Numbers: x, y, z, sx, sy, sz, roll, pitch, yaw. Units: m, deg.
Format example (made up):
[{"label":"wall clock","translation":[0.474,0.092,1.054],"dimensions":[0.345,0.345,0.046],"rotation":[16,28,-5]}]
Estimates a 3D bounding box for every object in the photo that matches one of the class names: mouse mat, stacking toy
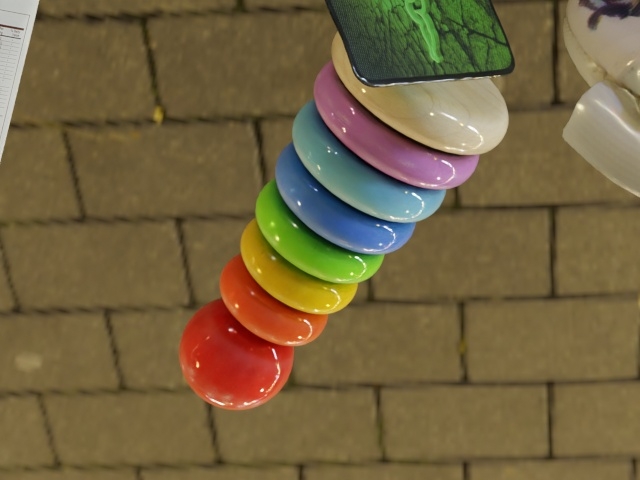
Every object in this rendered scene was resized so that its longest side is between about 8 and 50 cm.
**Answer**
[{"label":"mouse mat","translation":[0.047,-0.189,1.204],"dimensions":[0.152,0.190,0.007],"rotation":[-10,163,-42]},{"label":"stacking toy","translation":[0.000,0.000,1.375],"dimensions":[0.141,0.141,0.330],"rotation":[24,117,-16]}]

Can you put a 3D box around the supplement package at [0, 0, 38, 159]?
[{"label":"supplement package","translation":[-0.257,-0.170,1.147],"dimensions":[0.149,0.194,0.203],"rotation":[10,113,-18]}]

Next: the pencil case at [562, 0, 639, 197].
[{"label":"pencil case","translation":[0.261,-0.160,0.617],"dimensions":[0.183,0.160,0.410],"rotation":[7,133,-50]}]
